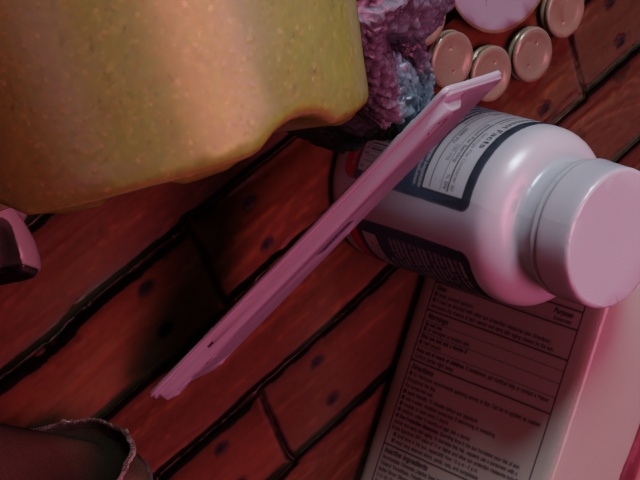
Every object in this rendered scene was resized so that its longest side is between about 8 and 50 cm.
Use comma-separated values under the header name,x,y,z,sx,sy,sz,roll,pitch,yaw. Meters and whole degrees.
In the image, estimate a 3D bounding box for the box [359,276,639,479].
name,x,y,z,sx,sy,sz,roll,pitch,yaw
box,0.131,0.122,1.156,0.127,0.149,0.232,17,92,-45

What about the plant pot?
name,x,y,z,sx,sy,sz,roll,pitch,yaw
plant pot,-0.097,-0.151,0.724,0.276,0.276,0.254,-24,103,-36

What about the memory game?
name,x,y,z,sx,sy,sz,roll,pitch,yaw
memory game,0.111,-0.178,1.134,0.186,0.012,0.186,-16,115,-39

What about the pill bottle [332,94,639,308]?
name,x,y,z,sx,sy,sz,roll,pitch,yaw
pill bottle,0.103,-0.021,1.060,0.108,0.180,0.108,-16,114,-39

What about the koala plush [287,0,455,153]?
name,x,y,z,sx,sy,sz,roll,pitch,yaw
koala plush,0.025,-0.178,0.944,0.221,0.196,0.203,-57,151,-14

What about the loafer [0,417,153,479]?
name,x,y,z,sx,sy,sz,roll,pitch,yaw
loafer,-0.189,0.124,0.896,0.251,0.094,0.087,-11,115,-40

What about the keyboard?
name,x,y,z,sx,sy,sz,roll,pitch,yaw
keyboard,0.000,0.000,0.972,0.256,0.014,0.072,-45,175,28

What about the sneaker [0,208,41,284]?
name,x,y,z,sx,sy,sz,roll,pitch,yaw
sneaker,-0.268,-0.065,0.763,0.330,0.122,0.146,7,80,-44
